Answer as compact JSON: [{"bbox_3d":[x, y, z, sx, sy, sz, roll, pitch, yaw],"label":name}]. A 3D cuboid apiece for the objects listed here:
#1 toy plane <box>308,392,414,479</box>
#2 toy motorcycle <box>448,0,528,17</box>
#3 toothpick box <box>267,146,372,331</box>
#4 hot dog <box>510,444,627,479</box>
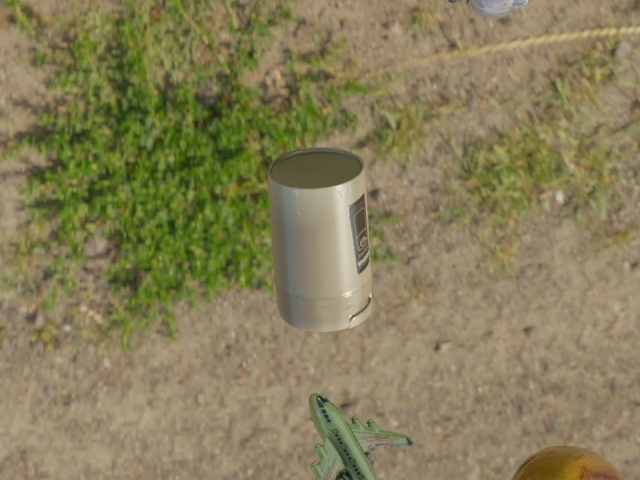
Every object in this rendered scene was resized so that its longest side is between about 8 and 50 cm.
[{"bbox_3d":[0.022,0.167,0.978,0.111,0.102,0.040,55,145,4],"label":"toy plane"},{"bbox_3d":[0.191,-0.316,1.439,0.112,0.254,0.112,0,109,1],"label":"toy motorcycle"},{"bbox_3d":[0.000,0.000,1.399,0.111,0.111,0.181,-6,118,-4],"label":"toothpick box"},{"bbox_3d":[0.128,0.151,0.640,0.060,0.090,0.140,-13,162,32],"label":"hot dog"}]
